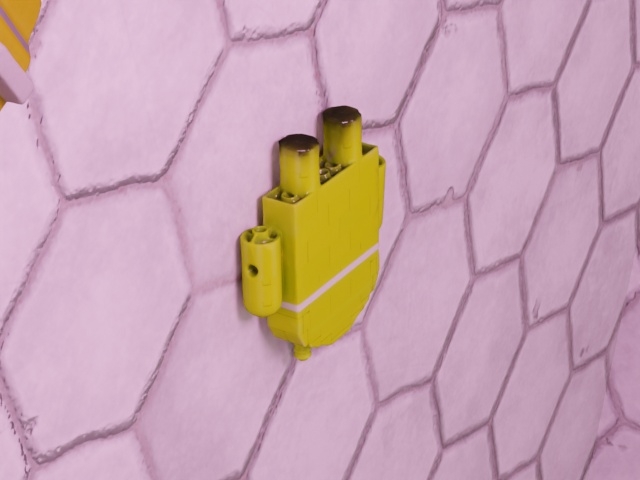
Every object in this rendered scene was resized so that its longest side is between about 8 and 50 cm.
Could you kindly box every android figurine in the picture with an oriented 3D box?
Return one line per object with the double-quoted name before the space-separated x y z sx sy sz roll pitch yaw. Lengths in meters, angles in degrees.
"android figurine" 0.000 0.000 1.846 0.248 0.056 0.273 -39 137 -46

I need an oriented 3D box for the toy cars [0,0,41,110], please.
"toy cars" -0.314 -0.102 1.189 0.393 0.087 0.176 -29 130 -52
